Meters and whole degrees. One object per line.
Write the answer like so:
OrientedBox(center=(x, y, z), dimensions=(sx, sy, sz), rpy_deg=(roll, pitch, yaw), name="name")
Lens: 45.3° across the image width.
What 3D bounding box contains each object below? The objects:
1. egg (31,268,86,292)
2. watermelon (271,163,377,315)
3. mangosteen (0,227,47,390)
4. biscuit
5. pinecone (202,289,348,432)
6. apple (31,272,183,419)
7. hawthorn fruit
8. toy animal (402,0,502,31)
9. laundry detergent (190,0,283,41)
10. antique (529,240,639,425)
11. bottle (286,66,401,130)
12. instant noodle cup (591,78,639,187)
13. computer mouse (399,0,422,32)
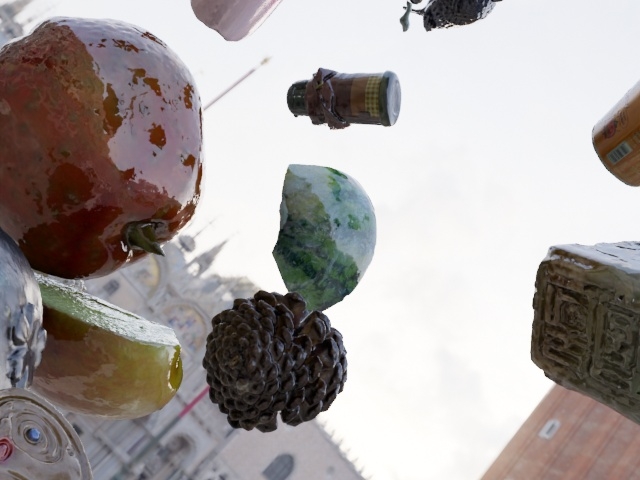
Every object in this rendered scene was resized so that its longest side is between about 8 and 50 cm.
OrientedBox(center=(-0.596, 0.134, 1.463), dimensions=(0.310, 0.279, 0.279), rpy_deg=(-38, -84, 26), name="egg")
OrientedBox(center=(0.000, 0.000, 1.580), dimensions=(0.223, 0.305, 0.180), rpy_deg=(9, -16, -20), name="watermelon")
OrientedBox(center=(-0.439, 0.101, 0.761), dimensions=(0.330, 0.330, 0.330), rpy_deg=(37, -25, 20), name="mangosteen")
OrientedBox(center=(-0.222, 0.134, 0.495), dimensions=(0.175, 0.026, 0.124), rpy_deg=(41, 24, -22), name="biscuit")
OrientedBox(center=(-0.065, 0.209, 1.337), dimensions=(0.246, 0.246, 0.292), rpy_deg=(33, 5, 27), name="pinecone")
OrientedBox(center=(-0.360, 0.137, 1.098), dimensions=(0.346, 0.179, 0.254), rpy_deg=(21, -49, 22), name="apple")
OrientedBox(center=(-0.343, -0.126, 1.177), dimensions=(0.402, 0.403, 0.403), rpy_deg=(37, -25, 20), name="hawthorn fruit")
OrientedBox(center=(0.288, -0.528, 1.594), dimensions=(0.298, 0.122, 0.186), rpy_deg=(-36, -102, 54), name="toy animal")
OrientedBox(center=(-0.004, -0.355, 0.792), dimensions=(0.088, 0.159, 0.335), rpy_deg=(38, -60, -19), name="laundry detergent")
OrientedBox(center=(0.348, 0.068, 0.694), dimensions=(0.150, 0.284, 0.125), rpy_deg=(-151, -121, -61), name="antique")
OrientedBox(center=(0.048, -0.338, 1.819), dimensions=(0.271, 0.143, 0.156), rpy_deg=(4, -58, 21), name="bottle")
OrientedBox(center=(0.658, -0.216, 1.513), dimensions=(0.216, 0.216, 0.172), rpy_deg=(46, -41, 1), name="instant noodle cup")
OrientedBox(center=(0.116, -0.449, 1.107), dimensions=(0.379, 0.090, 0.167), rpy_deg=(87, -8, -54), name="computer mouse")
